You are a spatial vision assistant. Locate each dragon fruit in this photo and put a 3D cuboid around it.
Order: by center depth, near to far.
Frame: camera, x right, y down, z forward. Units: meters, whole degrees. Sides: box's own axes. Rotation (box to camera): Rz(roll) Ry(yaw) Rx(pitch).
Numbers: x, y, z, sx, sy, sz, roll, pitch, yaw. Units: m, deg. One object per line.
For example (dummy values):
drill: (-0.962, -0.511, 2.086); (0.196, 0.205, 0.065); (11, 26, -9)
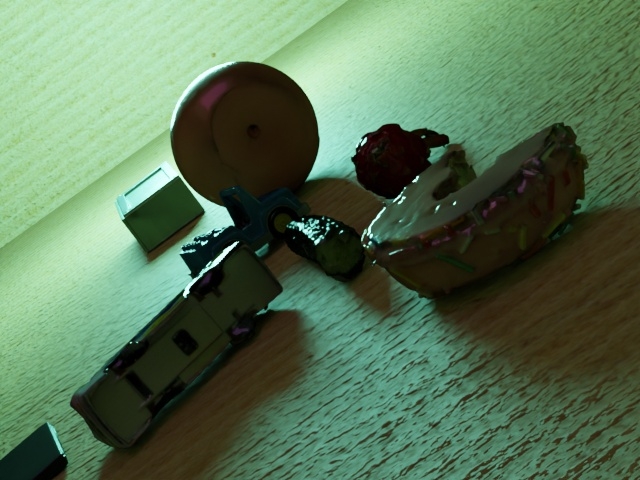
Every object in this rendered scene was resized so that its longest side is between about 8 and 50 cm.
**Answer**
dragon fruit: (0.104, -0.101, 1.587); (0.094, 0.094, 0.190); (-26, -4, 31)

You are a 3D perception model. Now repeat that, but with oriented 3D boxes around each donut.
donut: (0.142, -0.021, 1.210); (0.199, 0.085, 0.233); (-42, 16, -26)

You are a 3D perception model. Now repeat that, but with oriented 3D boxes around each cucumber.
cucumber: (0.003, -0.001, 1.506); (0.067, 0.067, 0.245); (-36, 13, -4)

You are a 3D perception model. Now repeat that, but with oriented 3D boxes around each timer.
timer: (-0.116, -0.159, 1.941); (0.229, 0.230, 0.215); (-38, 5, -8)

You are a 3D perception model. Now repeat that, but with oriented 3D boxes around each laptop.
laptop: (-0.371, 0.286, 1.540); (0.135, 0.016, 0.197); (-39, 14, -10)

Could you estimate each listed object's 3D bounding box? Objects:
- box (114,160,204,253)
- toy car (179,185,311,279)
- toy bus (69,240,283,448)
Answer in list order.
box: (-0.301, -0.064, 2.337); (0.129, 0.086, 0.225); (-37, 15, -4)
toy car: (-0.115, -0.019, 1.749); (0.191, 0.100, 0.097); (-36, 10, -19)
toy bus: (-0.167, 0.122, 1.447); (0.274, 0.090, 0.112); (-44, 10, -29)
